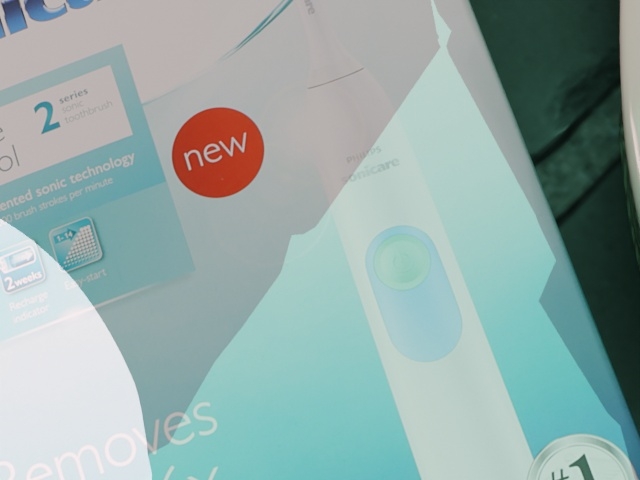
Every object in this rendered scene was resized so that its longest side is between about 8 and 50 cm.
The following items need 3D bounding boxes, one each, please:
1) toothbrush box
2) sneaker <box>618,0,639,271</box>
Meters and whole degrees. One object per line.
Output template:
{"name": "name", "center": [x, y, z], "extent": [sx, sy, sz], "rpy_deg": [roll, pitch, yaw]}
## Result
{"name": "toothbrush box", "center": [-0.023, 0.016, 0.604], "extent": [0.216, 0.126, 0.295], "rpy_deg": [-19, 74, 5]}
{"name": "sneaker", "center": [0.189, -0.100, 0.663], "extent": [0.148, 0.131, 0.350], "rpy_deg": [-3, 75, 9]}
